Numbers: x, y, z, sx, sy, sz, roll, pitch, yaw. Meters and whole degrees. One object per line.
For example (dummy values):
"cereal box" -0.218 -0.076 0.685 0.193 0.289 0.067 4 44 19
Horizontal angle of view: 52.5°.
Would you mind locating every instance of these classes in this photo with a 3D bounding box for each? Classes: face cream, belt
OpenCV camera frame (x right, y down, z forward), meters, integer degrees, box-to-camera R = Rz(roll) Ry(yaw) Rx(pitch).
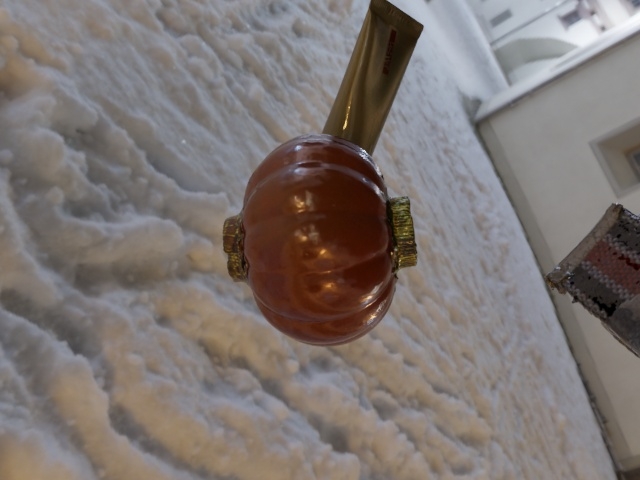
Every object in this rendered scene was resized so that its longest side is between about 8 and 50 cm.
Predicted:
"face cream" 0.052 -0.175 0.961 0.084 0.342 0.137 31 14 37
"belt" 0.240 0.052 0.405 0.126 0.094 0.359 39 11 2

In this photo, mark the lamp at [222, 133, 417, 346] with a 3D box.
"lamp" 0.000 0.000 0.680 0.223 0.196 0.223 -5 90 -84
